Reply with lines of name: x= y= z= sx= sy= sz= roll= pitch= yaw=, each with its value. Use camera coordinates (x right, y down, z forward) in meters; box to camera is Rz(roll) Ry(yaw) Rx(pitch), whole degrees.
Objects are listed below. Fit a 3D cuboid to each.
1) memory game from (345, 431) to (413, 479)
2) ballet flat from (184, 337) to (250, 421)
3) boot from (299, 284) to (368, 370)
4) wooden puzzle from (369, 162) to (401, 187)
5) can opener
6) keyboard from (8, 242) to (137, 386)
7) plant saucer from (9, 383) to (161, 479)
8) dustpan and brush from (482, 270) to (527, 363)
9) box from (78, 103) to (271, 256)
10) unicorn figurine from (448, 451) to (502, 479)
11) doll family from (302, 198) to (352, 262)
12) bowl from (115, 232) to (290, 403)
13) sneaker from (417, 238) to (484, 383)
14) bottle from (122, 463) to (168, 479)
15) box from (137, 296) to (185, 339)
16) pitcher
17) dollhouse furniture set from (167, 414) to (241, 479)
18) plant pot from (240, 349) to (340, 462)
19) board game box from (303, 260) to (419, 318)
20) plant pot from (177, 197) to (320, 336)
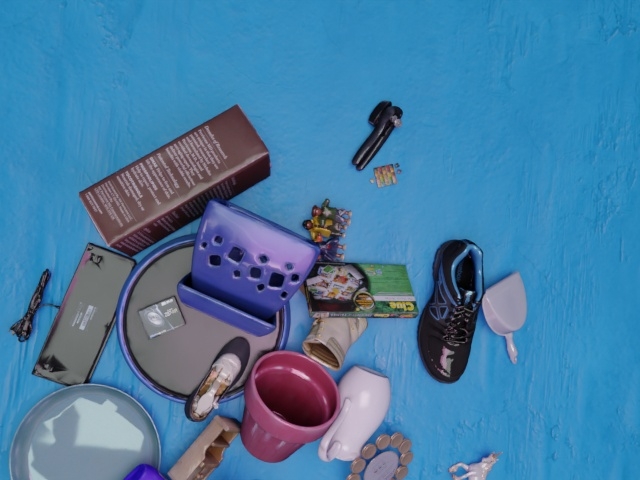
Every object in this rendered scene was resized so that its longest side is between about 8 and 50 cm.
memory game: x=0.136 y=0.513 z=1.350 sx=0.186 sy=0.012 sz=0.186 roll=-13 pitch=115 yaw=-29
ballet flat: x=-0.215 y=0.299 z=1.267 sx=0.074 sy=0.074 sz=0.203 roll=36 pitch=82 yaw=-2
boot: x=-0.003 y=0.171 z=1.337 sx=0.213 sy=0.077 sz=0.165 roll=45 pitch=41 yaw=-4
wooden puzzle: x=0.158 y=-0.157 z=1.454 sx=0.083 sy=0.006 sz=0.049 roll=-13 pitch=87 yaw=-7
can opener: x=0.136 y=-0.248 z=1.441 sx=0.059 sy=0.073 sz=0.186 roll=33 pitch=85 yaw=-42
keyboard: x=-0.560 y=0.157 z=1.342 sx=0.202 sy=0.033 sz=0.317 roll=23 pitch=83 yaw=-11
plant saucer: x=-0.510 y=0.472 z=1.317 sx=0.318 sy=0.044 sz=0.317 roll=0 pitch=86 yaw=-7
dustpan and brush: x=0.447 y=0.195 z=1.427 sx=0.147 sy=0.060 sz=0.211 roll=-22 pitch=92 yaw=-36
box: x=-0.302 y=-0.124 z=1.306 sx=0.382 sy=0.191 sz=0.143 roll=-30 pitch=85 yaw=-8
unicorn figurine: x=0.361 y=0.558 z=1.401 sx=0.111 sy=0.060 sz=0.161 roll=-5 pitch=102 yaw=-7
doll family: x=0.000 y=0.000 z=1.393 sx=0.112 sy=0.076 sz=0.192 roll=9 pitch=88 yaw=-10
bowl: x=-0.259 y=0.176 z=1.340 sx=0.392 sy=0.077 sz=0.390 roll=0 pitch=87 yaw=-9
sneaker: x=0.303 y=0.162 z=1.379 sx=0.125 sy=0.139 sz=0.340 roll=6 pitch=86 yaw=-6
bottle: x=-0.316 y=0.607 z=1.279 sx=0.118 sy=0.092 sz=0.283 roll=-45 pitch=107 yaw=-17
box: x=-0.339 y=0.165 z=1.280 sx=0.083 sy=0.018 sz=0.067 roll=-21 pitch=91 yaw=-9
pitcher: x=0.069 y=0.386 z=1.322 sx=0.126 sy=0.178 sz=0.207 roll=18 pitch=85 yaw=28
dollhouse furniture set: x=-0.175 y=0.516 z=1.269 sx=0.242 sy=0.212 sz=0.161 roll=38 pitch=84 yaw=25
plant pot: x=-0.083 y=0.367 z=1.273 sx=0.201 sy=0.201 sz=0.180 roll=26 pitch=122 yaw=-4
board game box: x=0.089 y=0.111 z=1.353 sx=0.260 sy=0.030 sz=0.136 roll=4 pitch=51 yaw=-20
plant pot: x=-0.151 y=0.055 z=1.213 sx=0.236 sy=0.236 sz=0.212 roll=25 pitch=91 yaw=-7
